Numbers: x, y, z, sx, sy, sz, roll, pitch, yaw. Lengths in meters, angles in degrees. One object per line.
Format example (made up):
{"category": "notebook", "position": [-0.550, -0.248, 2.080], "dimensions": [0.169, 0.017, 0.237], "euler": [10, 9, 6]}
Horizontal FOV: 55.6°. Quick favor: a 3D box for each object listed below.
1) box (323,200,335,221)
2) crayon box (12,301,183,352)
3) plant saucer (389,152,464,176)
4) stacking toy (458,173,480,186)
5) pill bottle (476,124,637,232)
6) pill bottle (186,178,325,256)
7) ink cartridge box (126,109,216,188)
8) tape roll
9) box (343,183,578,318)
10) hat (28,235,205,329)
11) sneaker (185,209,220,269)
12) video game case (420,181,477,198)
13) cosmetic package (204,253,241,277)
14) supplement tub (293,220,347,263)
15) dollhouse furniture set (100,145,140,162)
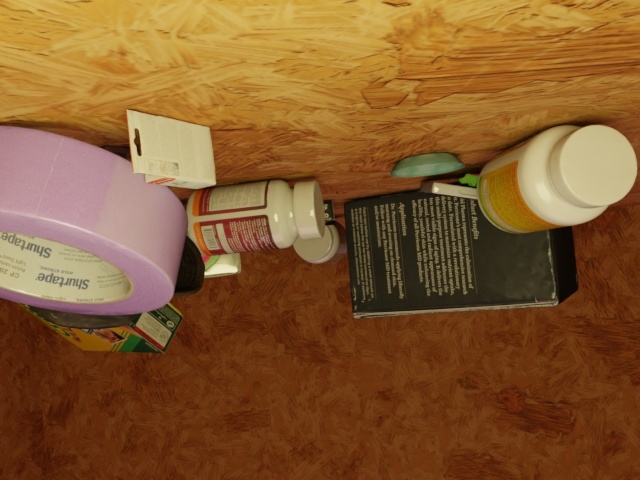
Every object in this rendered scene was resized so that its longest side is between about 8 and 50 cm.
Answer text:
{"category": "box", "position": [-0.076, -0.057, 1.523], "dimensions": [0.220, 0.051, 0.175], "euler": [-6, 177, 0]}
{"category": "crayon box", "position": [-0.520, 0.100, 1.261], "dimensions": [0.313, 0.106, 0.363], "euler": [-9, 135, 39]}
{"category": "plant saucer", "position": [0.170, -0.122, 0.975], "dimensions": [0.119, 0.021, 0.119], "euler": [-5, 177, 0]}
{"category": "stacking toy", "position": [0.389, -0.126, 1.103], "dimensions": [0.221, 0.052, 0.167], "euler": [-5, 176, 38]}
{"category": "pill bottle", "position": [0.327, -0.085, 0.860], "dimensions": [0.136, 0.136, 0.246], "euler": [-5, 177, -6]}
{"category": "pill bottle", "position": [-0.109, -0.042, 1.051], "dimensions": [0.221, 0.121, 0.121], "euler": [-6, 177, 10]}
{"category": "ink cartridge box", "position": [-0.153, -0.088, 0.601], "dimensions": [0.029, 0.062, 0.115], "euler": [-10, 175, 30]}
{"category": "tape roll", "position": [-0.287, -0.006, 0.652], "dimensions": [0.275, 0.090, 0.275], "euler": [5, 153, 3]}
{"category": "box", "position": [0.375, 0.023, 1.550], "dimensions": [0.472, 0.297, 0.480], "euler": [-5, 177, 27]}
{"category": "hat", "position": [-0.350, 0.057, 0.917], "dimensions": [0.331, 0.134, 0.331], "euler": [18, -160, -7]}
{"category": "sneaker", "position": [-0.382, 0.002, 1.349], "dimensions": [0.483, 0.185, 0.202], "euler": [-7, -161, 40]}
{"category": "video game case", "position": [0.295, -0.090, 1.177], "dimensions": [0.183, 0.023, 0.201], "euler": [9, -174, 2]}
{"category": "cosmetic package", "position": [-0.269, 0.016, 1.551], "dimensions": [0.113, 0.160, 0.309], "euler": [-6, 178, -10]}
{"category": "supplement tub", "position": [0.000, 0.000, 1.894], "dimensions": [0.144, 0.144, 0.200], "euler": [-6, 177, 15]}
{"category": "dollhouse furniture set", "position": [-0.251, -0.062, 0.749], "dimensions": [0.114, 0.081, 0.091], "euler": [-8, 176, 40]}
